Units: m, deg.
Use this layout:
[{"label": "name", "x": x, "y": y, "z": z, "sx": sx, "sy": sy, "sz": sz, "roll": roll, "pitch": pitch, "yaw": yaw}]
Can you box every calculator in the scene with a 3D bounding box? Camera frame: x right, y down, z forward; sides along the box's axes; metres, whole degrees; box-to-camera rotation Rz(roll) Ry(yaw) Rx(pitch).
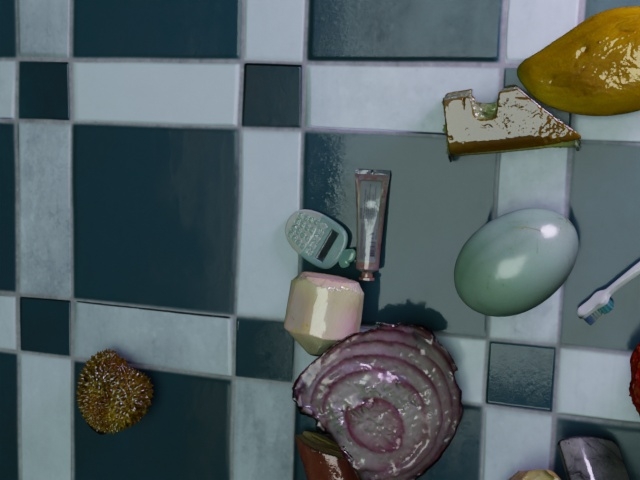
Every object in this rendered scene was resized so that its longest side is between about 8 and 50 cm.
[{"label": "calculator", "x": 0.000, "y": 0.000, "z": 1.814, "sx": 0.153, "sy": 0.021, "sz": 0.095, "roll": 32, "pitch": 104, "yaw": 11}]

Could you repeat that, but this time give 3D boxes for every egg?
[{"label": "egg", "x": 0.340, "y": 0.037, "z": 1.641, "sx": 0.231, "sy": 0.168, "sz": 0.168, "roll": -34, "pitch": 86, "yaw": 13}]

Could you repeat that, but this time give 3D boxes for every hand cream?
[{"label": "hand cream", "x": 0.092, "y": -0.029, "z": 1.778, "sx": 0.067, "sy": 0.043, "sz": 0.209, "roll": 4, "pitch": 92, "yaw": 14}]

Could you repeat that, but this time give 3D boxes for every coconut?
[{"label": "coconut", "x": 0.005, "y": 0.141, "z": 1.762, "sx": 0.147, "sy": 0.147, "sz": 0.152, "roll": 9, "pitch": 95, "yaw": 15}]

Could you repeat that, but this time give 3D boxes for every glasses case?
[{"label": "glasses case", "x": 0.486, "y": 0.472, "z": 1.590, "sx": 0.114, "sy": 0.299, "sz": 0.060, "roll": 6, "pitch": 135, "yaw": -14}]

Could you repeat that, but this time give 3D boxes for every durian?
[{"label": "durian", "x": -0.421, "y": 0.314, "z": 1.921, "sx": 0.158, "sy": 0.137, "sz": 0.168, "roll": 19, "pitch": 93, "yaw": 35}]

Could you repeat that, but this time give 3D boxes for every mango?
[{"label": "mango", "x": 0.491, "y": -0.298, "z": 1.586, "sx": 0.317, "sy": 0.119, "sz": 0.176, "roll": -11, "pitch": 100, "yaw": 21}]

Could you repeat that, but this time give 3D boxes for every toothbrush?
[{"label": "toothbrush", "x": 0.613, "y": 0.006, "z": 1.622, "sx": 0.418, "sy": 0.042, "sz": 0.040, "roll": -43, "pitch": 123, "yaw": 16}]

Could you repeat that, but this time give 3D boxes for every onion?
[{"label": "onion", "x": 0.121, "y": 0.291, "z": 1.756, "sx": 0.280, "sy": 0.146, "sz": 0.314, "roll": -38, "pitch": 100, "yaw": -4}]

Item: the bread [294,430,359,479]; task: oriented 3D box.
[{"label": "bread", "x": 0.027, "y": 0.455, "z": 1.833, "sx": 0.119, "sy": 0.067, "sz": 0.192, "roll": -18, "pitch": 91, "yaw": 18}]

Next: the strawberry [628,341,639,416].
[{"label": "strawberry", "x": 0.630, "y": 0.252, "z": 1.554, "sx": 0.257, "sy": 0.257, "sz": 0.276, "roll": -43, "pitch": 49, "yaw": 16}]

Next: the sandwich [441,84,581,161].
[{"label": "sandwich", "x": 0.329, "y": -0.207, "z": 1.645, "sx": 0.236, "sy": 0.122, "sz": 0.128, "roll": -4, "pitch": 98, "yaw": 14}]

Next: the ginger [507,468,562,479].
[{"label": "ginger", "x": 0.375, "y": 0.526, "z": 1.702, "sx": 0.138, "sy": 0.152, "sz": 0.267, "roll": -4, "pitch": 115, "yaw": -9}]
